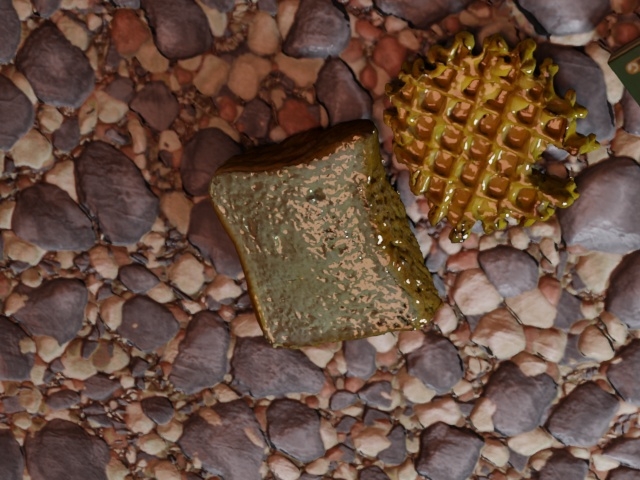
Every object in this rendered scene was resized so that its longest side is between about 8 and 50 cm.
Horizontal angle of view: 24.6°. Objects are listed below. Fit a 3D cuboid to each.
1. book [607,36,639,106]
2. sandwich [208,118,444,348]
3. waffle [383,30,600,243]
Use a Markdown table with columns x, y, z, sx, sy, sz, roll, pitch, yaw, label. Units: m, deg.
| x | y | z | sx | sy | sz | roll | pitch | yaw | label |
| --- | --- | --- | --- | --- | --- | --- | --- | --- | --- |
| 0.443 | -0.127 | 1.458 | 0.202 | 0.027 | 0.264 | -30 | 105 | 36 | book |
| 0.000 | 0.000 | 1.693 | 0.226 | 0.087 | 0.251 | -9 | 112 | 29 | sandwich |
| 0.176 | -0.112 | 1.577 | 0.228 | 0.051 | 0.232 | -21 | 109 | 36 | waffle |
